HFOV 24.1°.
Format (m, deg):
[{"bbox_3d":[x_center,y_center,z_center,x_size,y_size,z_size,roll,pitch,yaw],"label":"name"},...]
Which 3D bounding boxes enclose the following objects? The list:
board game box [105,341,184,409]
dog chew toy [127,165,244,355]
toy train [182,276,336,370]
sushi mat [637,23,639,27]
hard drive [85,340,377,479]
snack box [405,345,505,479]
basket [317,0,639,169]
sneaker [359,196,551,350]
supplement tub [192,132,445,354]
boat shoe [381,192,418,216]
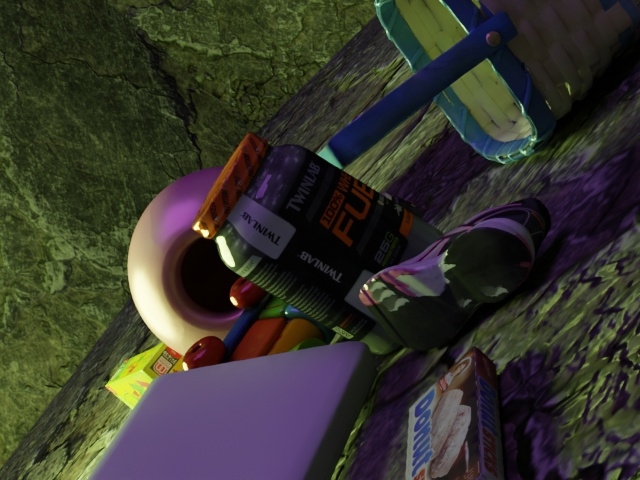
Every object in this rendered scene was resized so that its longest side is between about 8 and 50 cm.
[{"bbox_3d":[-0.178,0.170,1.700,0.043,0.092,0.181,-51,9,-21],"label":"board game box"},{"bbox_3d":[-0.088,0.016,1.624,0.206,0.206,0.332,-47,1,9],"label":"dog chew toy"},{"bbox_3d":[-0.046,0.123,1.290,0.143,0.105,0.248,-18,30,46],"label":"toy train"},{"bbox_3d":[0.329,-0.209,1.107,0.151,0.019,0.316,-49,8,5],"label":"sushi mat"},{"bbox_3d":[-0.091,0.185,1.100,0.203,0.040,0.307,-12,24,24],"label":"hard drive"},{"bbox_3d":[0.078,0.123,0.887,0.064,0.022,0.178,-47,9,17],"label":"snack box"},{"bbox_3d":[0.111,-0.148,1.302,0.289,0.201,0.255,-42,4,-10],"label":"basket"},{"bbox_3d":[0.106,0.023,1.095,0.178,0.072,0.077,-26,11,48],"label":"sneaker"},{"bbox_3d":[0.000,0.000,1.208,0.117,0.190,0.117,-57,9,14],"label":"supplement tub"},{"bbox_3d":[0.061,-0.018,1.533,0.133,0.042,0.049,159,131,-71],"label":"boat shoe"}]
